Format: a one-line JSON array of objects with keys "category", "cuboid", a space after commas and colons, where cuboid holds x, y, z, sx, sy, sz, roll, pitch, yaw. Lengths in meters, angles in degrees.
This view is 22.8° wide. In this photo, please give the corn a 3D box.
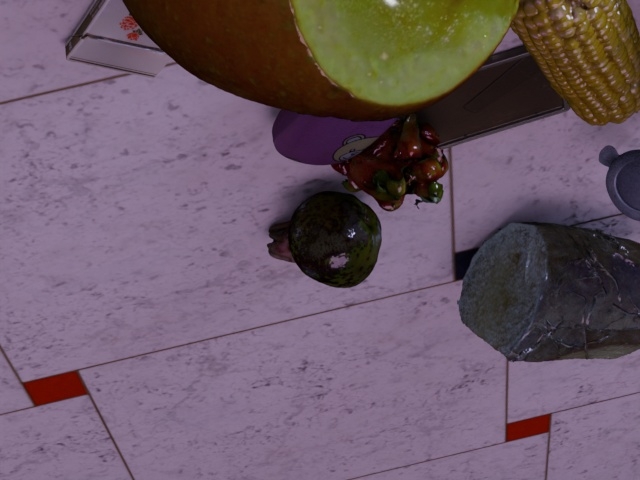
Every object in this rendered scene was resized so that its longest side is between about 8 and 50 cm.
[{"category": "corn", "cuboid": [0.294, -0.234, 1.801, 0.130, 0.130, 0.347, -22, 149, 13]}]

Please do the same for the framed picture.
[{"category": "framed picture", "cuboid": [0.204, -0.177, 1.967, 0.203, 0.015, 0.150, -17, 149, 7]}]

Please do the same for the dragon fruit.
[{"category": "dragon fruit", "cuboid": [0.089, -0.094, 1.960, 0.138, 0.175, 0.142, -6, 120, -16]}]

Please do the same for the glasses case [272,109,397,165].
[{"category": "glasses case", "cuboid": [0.056, -0.189, 1.825, 0.123, 0.076, 0.316, 8, 143, -32]}]

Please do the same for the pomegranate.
[{"category": "pomegranate", "cuboid": [0.005, -0.010, 2.082, 0.138, 0.163, 0.125, 7, 107, -56]}]

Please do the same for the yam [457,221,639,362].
[{"category": "yam", "cuboid": [0.362, 0.076, 2.272, 0.271, 0.202, 0.201, 15, 103, -33]}]

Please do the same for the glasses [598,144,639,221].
[{"category": "glasses", "cuboid": [0.512, -0.121, 2.063, 0.234, 0.118, 0.268, -16, -170, 34]}]

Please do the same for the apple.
[{"category": "apple", "cuboid": [0.004, -0.300, 1.346, 0.384, 0.374, 0.374, 24, 146, 5]}]

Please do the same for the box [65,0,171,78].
[{"category": "box", "cuboid": [-0.180, -0.248, 1.678, 0.109, 0.029, 0.198, 9, 142, -33]}]
